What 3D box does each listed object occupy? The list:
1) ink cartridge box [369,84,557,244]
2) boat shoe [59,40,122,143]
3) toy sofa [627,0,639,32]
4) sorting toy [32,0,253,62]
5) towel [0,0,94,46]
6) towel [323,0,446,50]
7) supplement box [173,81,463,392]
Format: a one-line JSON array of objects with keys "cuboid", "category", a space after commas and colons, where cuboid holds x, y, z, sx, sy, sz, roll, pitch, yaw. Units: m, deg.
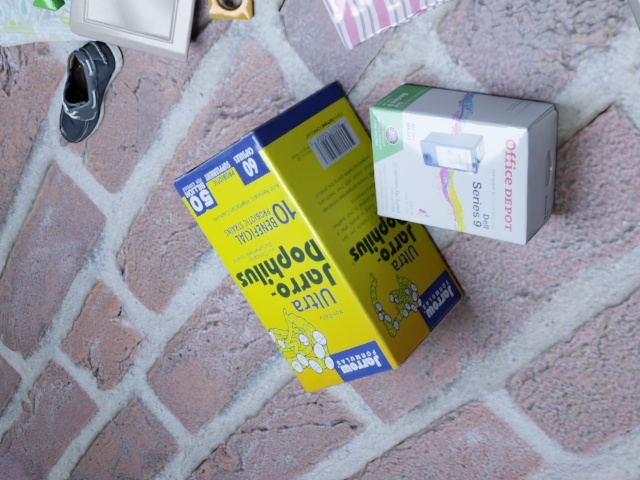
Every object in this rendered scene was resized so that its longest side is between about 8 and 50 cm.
[{"cuboid": [0.176, -0.098, 1.111, 0.212, 0.093, 0.154, 13, 124, 30], "category": "ink cartridge box"}, {"cuboid": [-0.405, -0.243, 1.497, 0.084, 0.079, 0.233, 44, 137, 5], "category": "boat shoe"}, {"cuboid": [0.325, -0.335, 0.821, 0.150, 0.177, 0.363, -23, 102, 20], "category": "toy sofa"}, {"cuboid": [-0.259, -0.365, 1.273, 0.347, 0.047, 0.196, 15, 124, 3], "category": "sorting toy"}, {"cuboid": [-0.458, -0.485, 1.380, 0.320, 0.090, 0.375, 7, 121, 32], "category": "towel"}, {"cuboid": [0.068, -0.329, 1.093, 0.197, 0.029, 0.144, -17, 105, 44], "category": "towel"}, {"cuboid": [0.000, 0.000, 1.242, 0.194, 0.195, 0.357, -25, 100, 45], "category": "supplement box"}]
